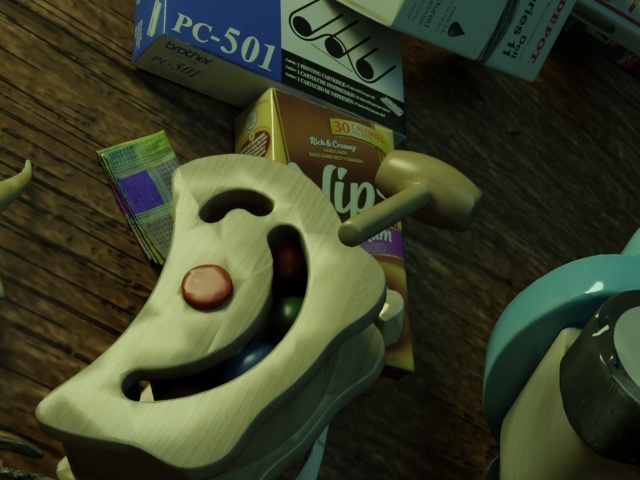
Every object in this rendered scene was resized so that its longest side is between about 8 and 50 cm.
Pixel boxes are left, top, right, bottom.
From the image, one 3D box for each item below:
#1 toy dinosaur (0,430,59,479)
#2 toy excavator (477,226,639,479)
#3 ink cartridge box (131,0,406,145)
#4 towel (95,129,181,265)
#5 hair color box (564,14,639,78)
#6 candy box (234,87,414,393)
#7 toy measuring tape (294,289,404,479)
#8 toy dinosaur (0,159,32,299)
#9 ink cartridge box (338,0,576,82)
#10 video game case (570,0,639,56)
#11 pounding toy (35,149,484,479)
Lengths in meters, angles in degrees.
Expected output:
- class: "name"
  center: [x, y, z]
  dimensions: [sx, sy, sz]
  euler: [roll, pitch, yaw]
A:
- class: "toy dinosaur"
  center: [-0.149, 0.216, 0.604]
  dimensions: [0.200, 0.127, 0.295]
  euler: [-20, 87, -52]
- class: "toy excavator"
  center: [0.334, 0.069, 0.968]
  dimensions: [0.433, 0.222, 0.445]
  euler: [18, 43, -6]
- class: "ink cartridge box"
  center: [-0.033, -0.137, 0.947]
  dimensions: [0.207, 0.046, 0.097]
  euler: [19, 55, -33]
- class: "towel"
  center: [-0.102, -0.028, 0.852]
  dimensions: [0.060, 0.009, 0.083]
  euler: [-23, 84, -45]
- class: "hair color box"
  center: [0.396, -0.219, 1.322]
  dimensions: [0.347, 0.105, 0.174]
  euler: [25, 52, -28]
- class: "candy box"
  center: [0.000, 0.000, 0.896]
  dimensions: [0.109, 0.053, 0.186]
  euler: [16, 56, -34]
- class: "toy measuring tape"
  center: [0.021, 0.182, 0.746]
  dimensions: [0.121, 0.121, 0.330]
  euler: [38, 58, -19]
- class: "toy dinosaur"
  center: [-0.203, -0.001, 0.720]
  dimensions: [0.183, 0.053, 0.092]
  euler: [-23, 82, -45]
- class: "ink cartridge box"
  center: [0.115, -0.218, 1.008]
  dimensions: [0.087, 0.153, 0.208]
  euler: [36, 16, 35]
- class: "video game case"
  center: [0.241, -0.276, 1.166]
  dimensions: [0.285, 0.025, 0.204]
  euler: [34, 59, 9]
- class: "pounding toy"
  center: [-0.046, 0.017, 0.733]
  dimensions: [0.154, 0.155, 0.269]
  euler: [32, 59, 25]
